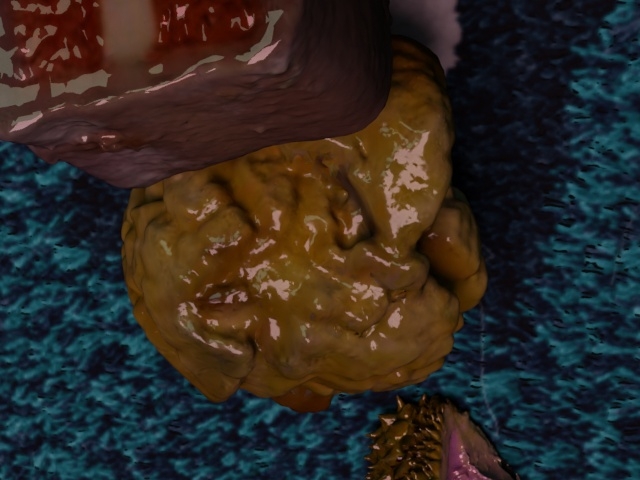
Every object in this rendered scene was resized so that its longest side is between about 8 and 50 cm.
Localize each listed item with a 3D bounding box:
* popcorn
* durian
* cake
[{"bbox_3d":[0.000,0.000,1.409,0.265,0.225,0.332,35,125,-12],"label":"popcorn"},{"bbox_3d":[0.119,0.233,1.615,0.132,0.165,0.182,-47,135,-10],"label":"durian"},{"bbox_3d":[-0.097,-0.209,1.242,0.237,0.230,0.309,-10,82,15],"label":"cake"}]
